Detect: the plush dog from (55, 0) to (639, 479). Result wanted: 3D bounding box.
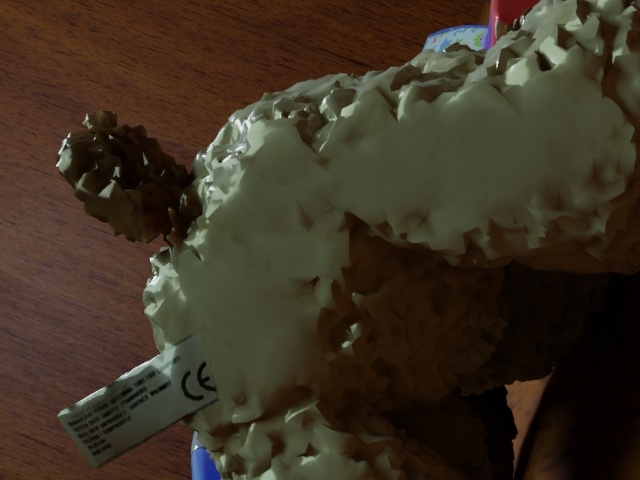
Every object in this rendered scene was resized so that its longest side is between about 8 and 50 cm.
[{"bbox_3d":[0.039,0.009,0.459,0.225,0.211,0.262,-6,-61,-62],"label":"plush dog"}]

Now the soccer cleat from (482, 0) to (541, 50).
[{"bbox_3d":[0.151,-0.148,0.763,0.248,0.083,0.095,103,-173,-50],"label":"soccer cleat"}]

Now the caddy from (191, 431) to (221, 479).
[{"bbox_3d":[-0.021,0.188,0.993,0.341,0.179,0.241,-66,-5,-68],"label":"caddy"}]

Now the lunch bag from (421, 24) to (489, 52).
[{"bbox_3d":[0.224,-0.270,1.840,0.151,0.096,0.128,-8,57,58],"label":"lunch bag"}]
